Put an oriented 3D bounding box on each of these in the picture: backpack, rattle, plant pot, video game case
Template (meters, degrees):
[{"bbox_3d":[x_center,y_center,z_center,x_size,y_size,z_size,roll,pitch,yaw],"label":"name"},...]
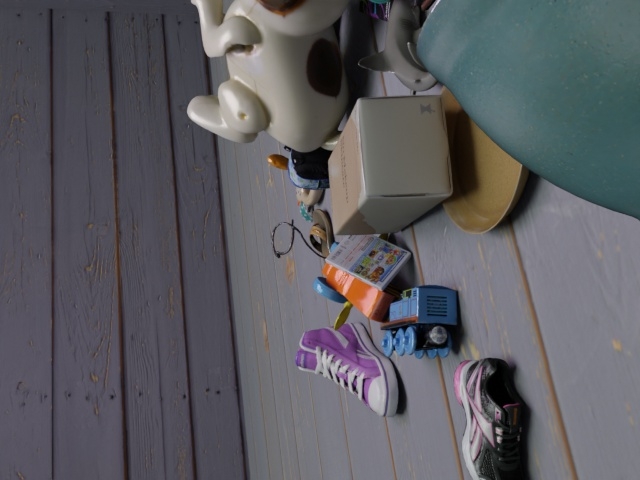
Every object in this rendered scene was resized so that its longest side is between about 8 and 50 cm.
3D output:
[{"bbox_3d":[-0.015,-0.162,1.496,0.084,0.114,0.105,122,142,-63],"label":"backpack"},{"bbox_3d":[-0.072,-0.124,1.674,0.130,0.142,0.200,61,149,19],"label":"rattle"},{"bbox_3d":[0.233,-0.120,0.405,0.196,0.293,0.293,58,159,6],"label":"plant pot"},{"bbox_3d":[0.081,0.030,1.150,0.122,0.087,0.011,27,151,32],"label":"video game case"},{"bbox_3d":[0.209,-0.127,0.867,0.236,0.032,0.236,177,90,-74],"label":"plant pot"}]

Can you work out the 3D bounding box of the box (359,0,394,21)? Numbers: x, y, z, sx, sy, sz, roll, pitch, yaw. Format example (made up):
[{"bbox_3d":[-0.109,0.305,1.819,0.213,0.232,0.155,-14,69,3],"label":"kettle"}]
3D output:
[{"bbox_3d":[0.108,-0.450,1.176,0.162,0.029,0.116,-125,35,-61],"label":"box"}]

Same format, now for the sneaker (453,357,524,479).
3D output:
[{"bbox_3d":[0.217,0.229,0.830,0.077,0.072,0.178,-44,55,56],"label":"sneaker"}]

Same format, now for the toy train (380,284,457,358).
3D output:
[{"bbox_3d":[0.149,0.128,1.041,0.184,0.080,0.105,140,135,-73],"label":"toy train"}]

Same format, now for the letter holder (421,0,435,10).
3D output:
[{"bbox_3d":[0.169,-0.310,0.592,0.214,0.152,0.302,-60,7,-17],"label":"letter holder"}]

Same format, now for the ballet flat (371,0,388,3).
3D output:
[{"bbox_3d":[0.128,-0.476,0.962,0.280,0.095,0.096,-54,15,45],"label":"ballet flat"}]

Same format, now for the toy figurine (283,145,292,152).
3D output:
[{"bbox_3d":[-0.119,-0.323,1.675,0.213,0.209,0.148,-118,45,-69],"label":"toy figurine"}]

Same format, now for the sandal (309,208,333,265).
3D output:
[{"bbox_3d":[0.000,0.000,1.586,0.072,0.049,0.180,112,151,-55],"label":"sandal"}]

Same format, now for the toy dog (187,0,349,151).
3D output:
[{"bbox_3d":[-0.069,-0.381,1.266,0.395,0.284,0.408,42,143,26],"label":"toy dog"}]

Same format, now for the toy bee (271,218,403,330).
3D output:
[{"bbox_3d":[0.064,0.052,1.254,0.195,0.162,0.298,-47,52,24],"label":"toy bee"}]

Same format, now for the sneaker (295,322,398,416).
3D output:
[{"bbox_3d":[0.039,0.253,1.292,0.282,0.161,0.102,-134,46,-65],"label":"sneaker"}]

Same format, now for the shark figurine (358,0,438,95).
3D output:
[{"bbox_3d":[0.118,-0.265,0.991,0.278,0.116,0.166,-103,15,-56],"label":"shark figurine"}]

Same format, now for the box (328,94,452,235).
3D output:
[{"bbox_3d":[0.094,-0.102,1.031,0.311,0.121,0.148,123,144,-78],"label":"box"}]
